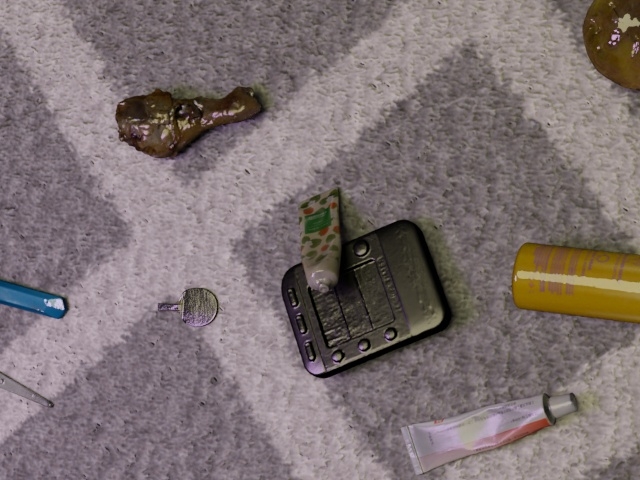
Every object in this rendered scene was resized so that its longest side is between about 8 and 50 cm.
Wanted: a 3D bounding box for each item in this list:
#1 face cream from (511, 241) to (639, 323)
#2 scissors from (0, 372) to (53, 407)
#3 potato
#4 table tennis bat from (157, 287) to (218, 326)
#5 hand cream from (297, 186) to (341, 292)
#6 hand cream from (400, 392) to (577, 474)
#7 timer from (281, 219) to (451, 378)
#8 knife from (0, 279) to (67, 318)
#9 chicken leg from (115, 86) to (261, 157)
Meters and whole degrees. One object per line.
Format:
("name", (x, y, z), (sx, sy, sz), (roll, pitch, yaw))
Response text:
("face cream", (0.353, 0.054, 1.641), (0.273, 0.078, 0.078), (6, 87, 22))
("scissors", (-0.436, 0.186, 1.988), (0.189, 0.015, 0.100), (23, 91, 22))
("potato", (0.391, -0.250, 1.656), (0.200, 0.081, 0.164), (-13, 79, 18))
("table tennis bat", (-0.169, 0.085, 1.891), (0.083, 0.007, 0.050), (-1, 85, 21))
("hand cream", (0.000, 0.000, 1.780), (0.057, 0.037, 0.165), (-22, 43, 17))
("hand cream", (0.197, 0.218, 1.717), (0.216, 0.038, 0.052), (-20, 53, 25))
("timer", (0.053, 0.072, 1.777), (0.187, 0.055, 0.144), (-23, 70, 14))
("knife", (-0.471, 0.063, 2.010), (0.297, 0.026, 0.044), (14, 93, 20))
("chicken leg", (-0.168, -0.155, 1.890), (0.198, 0.069, 0.085), (-10, 57, 15))
